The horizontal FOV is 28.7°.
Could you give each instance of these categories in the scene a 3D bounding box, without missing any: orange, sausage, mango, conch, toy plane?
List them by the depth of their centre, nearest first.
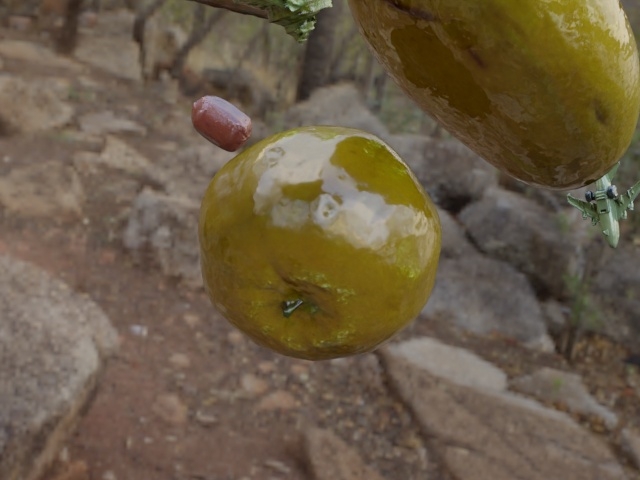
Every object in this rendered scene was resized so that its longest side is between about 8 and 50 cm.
[{"bbox_3d":[-0.034,-0.195,0.890,0.074,0.121,0.089,-16,15,11],"label":"conch"},{"bbox_3d":[0.193,-0.212,1.363,0.301,0.445,0.220,15,59,44],"label":"mango"},{"bbox_3d":[0.000,0.000,1.401,0.279,0.279,0.235,11,45,5],"label":"orange"},{"bbox_3d":[0.363,-0.045,1.593,0.102,0.111,0.040,-13,-16,36],"label":"toy plane"},{"bbox_3d":[-0.135,-0.163,1.717,0.094,0.054,0.059,36,39,19],"label":"sausage"}]

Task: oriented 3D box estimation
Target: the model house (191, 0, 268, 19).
[{"bbox_3d":[-0.081,-0.311,0.979,0.202,0.237,0.238,11,58,-41],"label":"model house"}]
